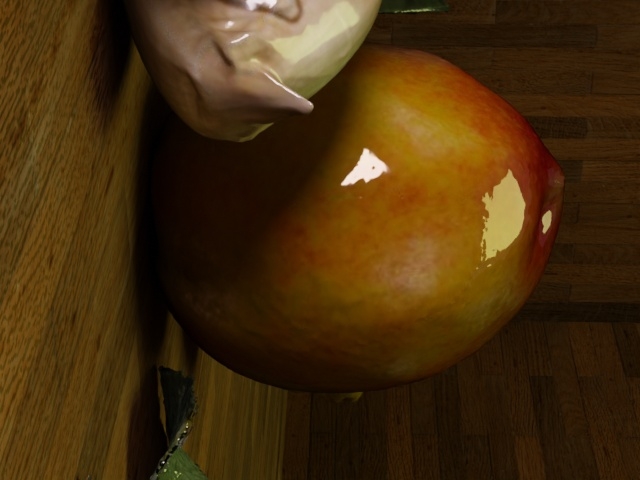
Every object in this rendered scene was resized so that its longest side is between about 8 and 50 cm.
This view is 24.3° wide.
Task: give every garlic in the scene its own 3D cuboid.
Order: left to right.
[{"bbox_3d":[-0.031,-0.235,0.955,0.313,0.249,0.286,-50,172,-27],"label":"garlic"}]

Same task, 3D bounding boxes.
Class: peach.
[{"bbox_3d":[0.028,-0.022,1.186,0.308,0.332,0.308,-3,90,-79],"label":"peach"}]

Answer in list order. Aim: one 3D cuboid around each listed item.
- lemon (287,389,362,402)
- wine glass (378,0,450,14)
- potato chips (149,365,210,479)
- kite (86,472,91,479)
[{"bbox_3d":[0.000,0.000,1.473,0.268,0.268,0.322,87,4,-73],"label":"lemon"},{"bbox_3d":[0.000,-0.445,1.666,0.267,0.267,0.406,-84,169,-79],"label":"wine glass"},{"bbox_3d":[-0.107,0.172,1.159,0.228,0.059,0.167,81,2,-52],"label":"potato chips"},{"bbox_3d":[-0.135,0.293,0.891,0.377,0.013,0.327,-82,172,-76],"label":"kite"}]
